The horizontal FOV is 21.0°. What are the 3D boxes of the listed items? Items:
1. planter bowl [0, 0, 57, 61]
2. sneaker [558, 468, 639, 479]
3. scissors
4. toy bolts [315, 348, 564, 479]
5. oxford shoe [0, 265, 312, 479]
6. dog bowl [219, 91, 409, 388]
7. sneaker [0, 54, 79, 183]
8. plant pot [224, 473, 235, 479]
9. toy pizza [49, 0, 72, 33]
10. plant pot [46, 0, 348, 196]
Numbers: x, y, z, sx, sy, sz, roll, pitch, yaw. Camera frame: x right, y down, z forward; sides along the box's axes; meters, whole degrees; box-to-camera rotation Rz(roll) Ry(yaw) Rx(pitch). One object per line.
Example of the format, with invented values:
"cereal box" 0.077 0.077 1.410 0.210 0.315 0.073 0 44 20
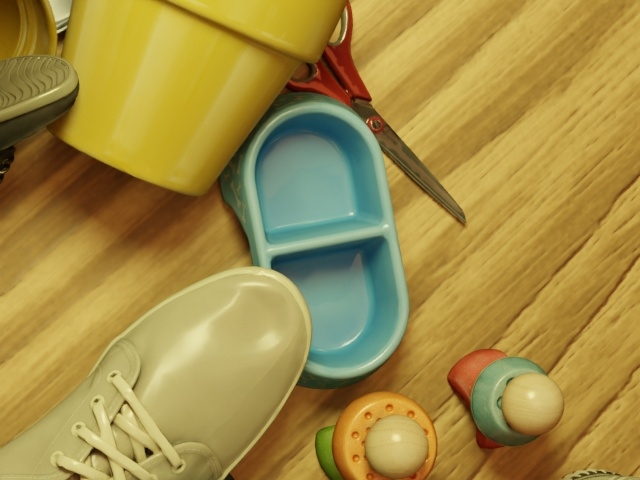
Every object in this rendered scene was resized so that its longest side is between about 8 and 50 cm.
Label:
"planter bowl" -0.350 -0.200 1.564 0.217 0.090 0.217 -5 123 -8
"sneaker" 0.326 0.273 1.738 0.225 0.093 0.088 -3 87 -13
"scissors" 0.034 -0.124 1.734 0.109 0.021 0.297 -31 95 -15
"toy bolts" 0.143 0.212 1.664 0.228 0.158 0.218 -32 94 -13
"oxford shoe" -0.187 0.194 1.575 0.449 0.130 0.169 -38 91 -5
"dog bowl" 0.000 0.000 1.680 0.166 0.074 0.297 -11 91 -11
"sneaker" -0.297 -0.082 1.557 0.222 0.083 0.118 -22 130 14
"plant pot" -0.099 0.383 1.549 0.248 0.252 0.247 -34 95 -13
"toy pizza" -0.300 -0.286 1.656 0.201 0.032 0.201 1 85 -13
"plant pot" -0.131 -0.179 1.592 0.254 0.254 0.239 23 96 -11
